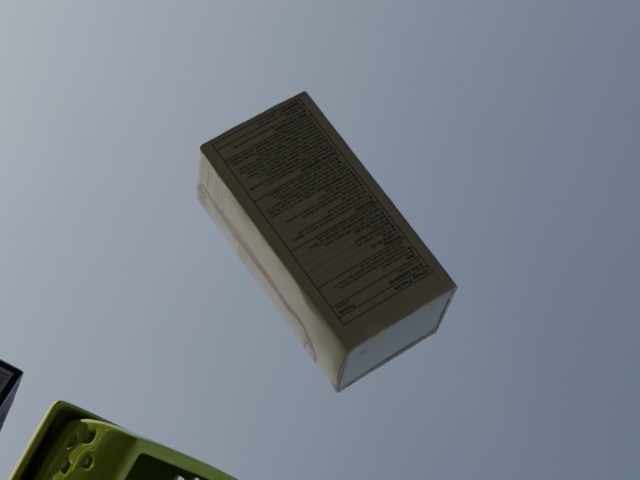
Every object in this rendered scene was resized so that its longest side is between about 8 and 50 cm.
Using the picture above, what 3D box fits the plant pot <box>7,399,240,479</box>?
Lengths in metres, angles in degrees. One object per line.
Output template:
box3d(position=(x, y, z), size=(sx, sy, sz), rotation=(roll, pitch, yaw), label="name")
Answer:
box3d(position=(-0.270, 0.339, 1.724), size=(0.207, 0.228, 0.227), rotation=(22, -100, 41), label="plant pot")

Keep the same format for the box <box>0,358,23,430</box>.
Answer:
box3d(position=(-0.250, 0.171, 0.828), size=(0.036, 0.207, 0.114), rotation=(28, -52, -2), label="box")

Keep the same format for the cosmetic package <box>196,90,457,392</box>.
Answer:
box3d(position=(0.000, 0.000, 1.549), size=(0.296, 0.153, 0.129), rotation=(55, -21, 20), label="cosmetic package")
